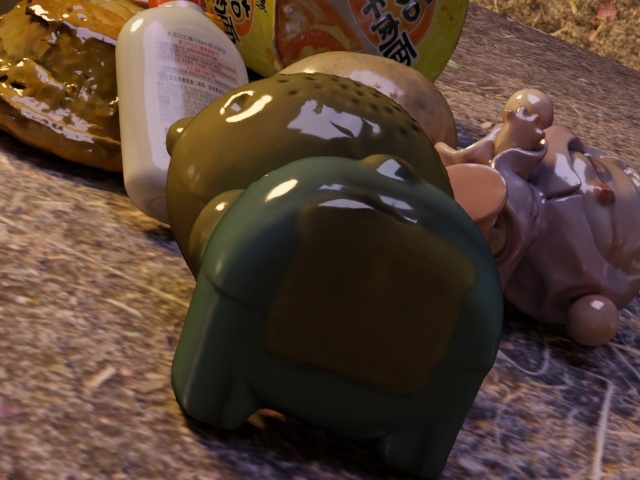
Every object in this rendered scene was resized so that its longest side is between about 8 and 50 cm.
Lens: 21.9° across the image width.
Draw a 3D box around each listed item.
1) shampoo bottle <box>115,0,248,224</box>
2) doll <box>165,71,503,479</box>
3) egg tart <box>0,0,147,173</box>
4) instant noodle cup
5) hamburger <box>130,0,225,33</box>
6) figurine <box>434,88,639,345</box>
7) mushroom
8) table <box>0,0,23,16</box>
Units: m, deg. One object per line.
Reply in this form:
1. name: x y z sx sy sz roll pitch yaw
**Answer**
1. shampoo bottle: -0.097 -0.112 1.175 0.108 0.051 0.221 15 53 -34
2. doll: 0.000 0.000 0.937 0.177 0.161 0.261 14 19 -13
3. egg tart: -0.174 -0.127 1.263 0.241 0.106 0.241 21 18 -7
4. instant noodle cup: -0.005 -0.266 1.683 0.264 0.264 0.200 5 15 -43
5. hamburger: -0.162 -0.171 1.431 0.166 0.087 0.137 14 7 -15
6. figurine: 0.143 -0.011 1.181 0.276 0.133 0.200 10 57 -46
7. mushroom: 0.021 -0.068 1.234 0.166 0.166 0.127 10 59 -31
8. table: -0.312 -0.240 1.537 0.079 0.062 0.083 28 17 25
